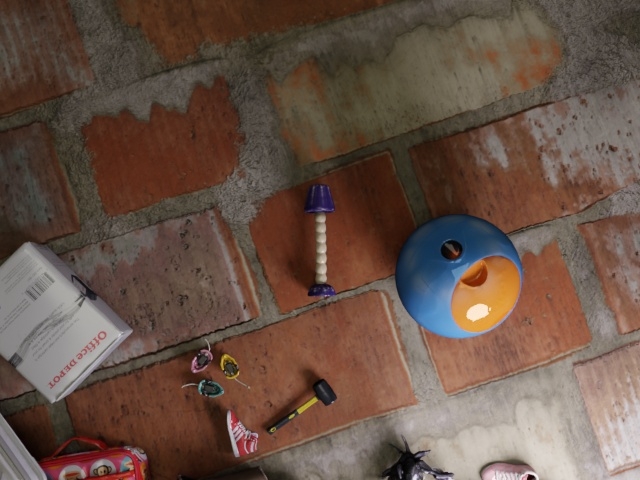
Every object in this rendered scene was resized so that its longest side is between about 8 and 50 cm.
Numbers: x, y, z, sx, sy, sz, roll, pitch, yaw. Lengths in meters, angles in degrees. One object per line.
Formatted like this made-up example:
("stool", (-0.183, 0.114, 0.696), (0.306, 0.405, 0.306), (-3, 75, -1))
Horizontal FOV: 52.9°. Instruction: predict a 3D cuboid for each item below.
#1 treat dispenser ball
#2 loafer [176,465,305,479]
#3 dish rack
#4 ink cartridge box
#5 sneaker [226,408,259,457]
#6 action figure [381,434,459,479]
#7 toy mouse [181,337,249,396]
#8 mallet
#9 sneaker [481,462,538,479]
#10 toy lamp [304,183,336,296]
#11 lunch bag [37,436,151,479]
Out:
("treat dispenser ball", (0.317, 0.081, 1.490), (0.288, 0.288, 0.288), (0, 86, -3))
("loafer", (-0.174, 0.591, 1.517), (0.366, 0.134, 0.130), (14, 81, -12))
("dish rack", (-0.803, 0.535, 1.447), (0.333, 0.072, 0.285), (44, 95, 17))
("ink cartridge box", (-0.636, 0.188, 1.507), (0.307, 0.129, 0.223), (44, 85, 0))
("sneaker", (-0.188, 0.461, 1.558), (0.067, 0.042, 0.118), (-13, 95, 0))
("action figure", (0.241, 0.608, 1.524), (0.164, 0.141, 0.275), (-36, 45, 24))
("toy mouse", (-0.273, 0.324, 1.567), (0.143, 0.031, 0.161), (-29, 88, -5))
("mallet", (-0.044, 0.422, 1.576), (0.190, 0.039, 0.062), (-43, 92, 0))
("sneaker", (0.467, 0.578, 1.574), (0.135, 0.070, 0.050), (-2, 88, -2))
("toy lamp", (0.000, 0.000, 1.582), (0.080, 0.080, 0.274), (-2, 86, -3))
("lunch bag", (-0.543, 0.587, 1.497), (0.293, 0.120, 0.258), (-10, 82, -2))
